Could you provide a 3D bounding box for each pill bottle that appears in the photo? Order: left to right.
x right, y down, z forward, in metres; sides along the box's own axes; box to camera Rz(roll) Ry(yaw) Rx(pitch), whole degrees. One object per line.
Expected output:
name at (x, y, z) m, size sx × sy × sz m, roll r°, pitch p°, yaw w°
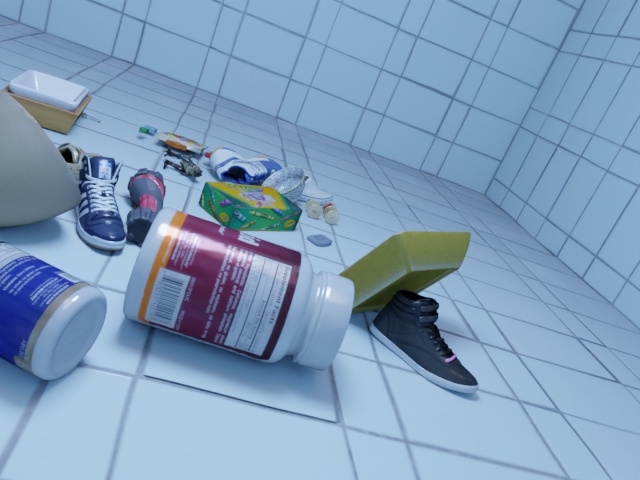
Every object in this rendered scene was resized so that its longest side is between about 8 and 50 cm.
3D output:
pill bottle at (-0.479, 0.089, 0.879) m, size 0.265 × 0.153 × 0.153 m, roll 25°, pitch 19°, yaw 7°
pill bottle at (-0.149, 0.101, 1.106) m, size 0.392 × 0.224 × 0.224 m, roll 20°, pitch 20°, yaw -9°

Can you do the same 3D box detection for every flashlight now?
flashlight at (-0.448, -0.090, 1.469) m, size 0.103 × 0.103 × 0.304 m, roll -9°, pitch 27°, yaw -8°

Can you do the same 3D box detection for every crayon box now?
crayon box at (-0.212, -0.103, 1.783) m, size 0.278 × 0.081 × 0.165 m, roll -1°, pitch 30°, yaw -48°

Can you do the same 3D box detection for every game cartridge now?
game cartridge at (0.000, 0.000, 1.849) m, size 0.056 × 0.017 × 0.083 m, roll 30°, pitch 20°, yaw 29°

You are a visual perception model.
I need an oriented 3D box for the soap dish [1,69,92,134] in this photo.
soap dish at (-0.898, -0.459, 1.903) m, size 0.229 × 0.118 × 0.291 m, roll 16°, pitch 21°, yaw -19°

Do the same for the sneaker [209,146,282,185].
sneaker at (-0.260, -0.238, 2.095) m, size 0.296 × 0.112 × 0.131 m, roll 7°, pitch 42°, yaw -34°

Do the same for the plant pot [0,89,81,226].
plant pot at (-0.658, -0.135, 1.167) m, size 0.284 × 0.284 × 0.191 m, roll 32°, pitch 57°, yaw 24°

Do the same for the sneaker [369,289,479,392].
sneaker at (0.260, 0.225, 1.351) m, size 0.296 × 0.147 × 0.104 m, roll 34°, pitch 21°, yaw 26°

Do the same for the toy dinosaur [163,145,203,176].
toy dinosaur at (-0.474, -0.266, 1.968) m, size 0.118 × 0.064 × 0.268 m, roll 17°, pitch 15°, yaw -26°

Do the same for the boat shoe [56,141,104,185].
boat shoe at (-0.657, -0.203, 1.528) m, size 0.109 × 0.098 × 0.302 m, roll 25°, pitch 20°, yaw 7°

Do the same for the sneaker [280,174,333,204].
sneaker at (-0.048, -0.199, 2.200) m, size 0.258 × 0.091 × 0.094 m, roll 6°, pitch 26°, yaw -40°

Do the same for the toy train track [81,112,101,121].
toy train track at (-0.840, -0.446, 2.092) m, size 0.083 × 0.014 × 0.048 m, roll 21°, pitch 11°, yaw -22°

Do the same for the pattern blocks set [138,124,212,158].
pattern blocks set at (-0.516, -0.370, 2.171) m, size 0.325 × 0.026 × 0.285 m, roll 17°, pitch 12°, yaw -18°

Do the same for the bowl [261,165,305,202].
bowl at (-0.119, -0.184, 2.061) m, size 0.170 × 0.080 × 0.170 m, roll -16°, pitch 36°, yaw 12°

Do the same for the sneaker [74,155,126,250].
sneaker at (-0.506, -0.100, 1.341) m, size 0.099 × 0.153 × 0.282 m, roll 7°, pitch 25°, yaw -36°

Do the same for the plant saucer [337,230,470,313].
plant saucer at (0.190, 0.093, 1.451) m, size 0.333 × 0.333 × 0.081 m, roll 0°, pitch 59°, yaw -48°

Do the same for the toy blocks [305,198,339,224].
toy blocks at (0.002, -0.120, 2.107) m, size 0.123 × 0.054 × 0.148 m, roll 18°, pitch 20°, yaw -14°
